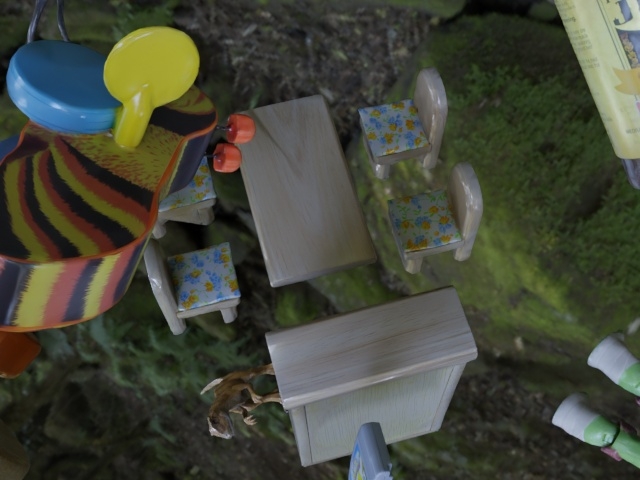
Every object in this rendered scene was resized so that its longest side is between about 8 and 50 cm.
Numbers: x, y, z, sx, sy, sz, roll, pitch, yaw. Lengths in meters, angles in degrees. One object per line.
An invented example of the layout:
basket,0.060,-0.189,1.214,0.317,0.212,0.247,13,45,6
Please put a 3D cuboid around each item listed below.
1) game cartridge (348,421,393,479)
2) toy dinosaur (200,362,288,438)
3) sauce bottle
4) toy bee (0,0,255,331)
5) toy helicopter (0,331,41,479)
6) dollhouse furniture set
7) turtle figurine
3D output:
game cartridge,0.034,0.175,0.639,0.056,0.017,0.083,-101,16,-56
toy dinosaur,-0.099,0.174,1.057,0.211,0.112,0.064,-128,30,-84
sauce bottle,0.237,-0.210,0.703,0.344,0.111,0.111,62,160,-12
toy bee,-0.116,-0.066,0.546,0.162,0.298,0.195,15,150,-19
toy helicopter,-0.292,0.032,0.452,0.355,0.140,0.235,48,167,-28
dollhouse furniture set,0.000,0.000,0.923,0.256,0.362,0.394,89,166,-64
turtle figurine,0.421,0.223,0.988,0.266,0.274,0.198,38,149,30
